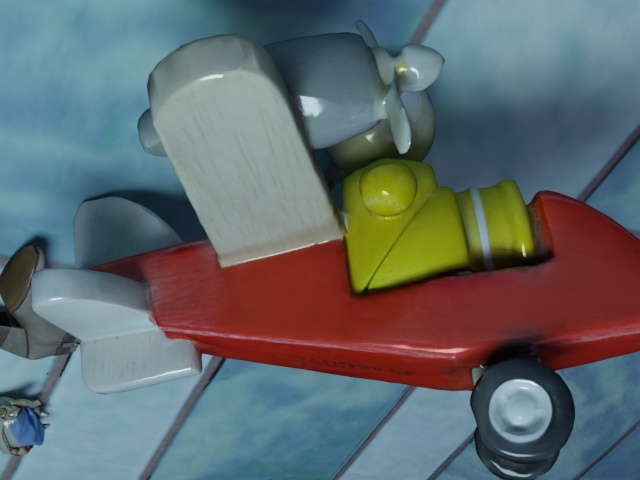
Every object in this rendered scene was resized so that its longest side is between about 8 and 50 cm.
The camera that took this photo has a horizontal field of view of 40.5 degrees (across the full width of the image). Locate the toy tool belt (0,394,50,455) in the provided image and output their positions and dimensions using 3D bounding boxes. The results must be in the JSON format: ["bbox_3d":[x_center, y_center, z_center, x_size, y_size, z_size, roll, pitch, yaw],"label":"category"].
[{"bbox_3d":[-0.273,0.171,0.797,0.051,0.052,0.083,-16,141,4],"label":"toy tool belt"}]

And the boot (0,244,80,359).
[{"bbox_3d":[-0.219,0.052,0.707,0.087,0.042,0.118,12,130,-42],"label":"boot"}]

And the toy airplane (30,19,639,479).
[{"bbox_3d":[0.000,0.000,0.620,0.385,0.272,0.386,22,160,-28],"label":"toy airplane"}]
